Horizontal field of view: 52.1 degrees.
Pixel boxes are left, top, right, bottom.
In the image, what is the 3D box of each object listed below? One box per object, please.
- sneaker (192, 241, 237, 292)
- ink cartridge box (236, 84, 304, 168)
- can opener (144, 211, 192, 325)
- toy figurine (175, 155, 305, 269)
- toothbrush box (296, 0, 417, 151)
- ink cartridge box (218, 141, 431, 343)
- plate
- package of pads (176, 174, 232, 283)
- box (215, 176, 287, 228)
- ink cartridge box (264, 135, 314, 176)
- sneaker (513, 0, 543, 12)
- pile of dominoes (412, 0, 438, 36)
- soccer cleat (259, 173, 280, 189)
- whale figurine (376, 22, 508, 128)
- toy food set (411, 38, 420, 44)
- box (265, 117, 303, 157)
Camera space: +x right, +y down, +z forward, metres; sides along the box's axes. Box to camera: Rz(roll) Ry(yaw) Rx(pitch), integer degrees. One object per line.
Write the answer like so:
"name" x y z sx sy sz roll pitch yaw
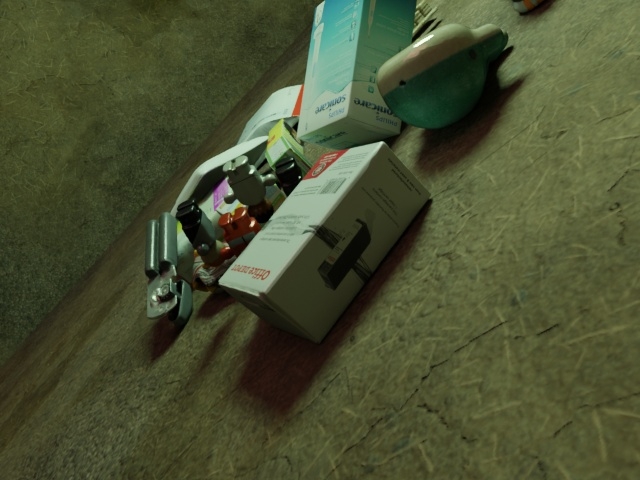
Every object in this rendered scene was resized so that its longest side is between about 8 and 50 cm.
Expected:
"sneaker" -0.177 0.059 1.282 0.225 0.088 0.092 -13 64 51
"ink cartridge box" -0.108 -0.411 1.986 0.385 0.091 0.308 -47 16 26
"can opener" -0.332 0.065 1.429 0.076 0.095 0.283 -29 43 16
"toy figurine" -0.117 -0.035 1.131 0.210 0.148 0.213 7 46 43
"toothbrush box" 0.069 -0.346 1.305 0.216 0.126 0.295 -8 72 62
"ink cartridge box" 0.000 0.000 0.952 0.273 0.114 0.197 -51 20 -15
"plate" -0.282 -0.169 1.780 0.278 0.045 0.277 -37 -6 -43
"package of pads" -0.273 -0.037 1.617 0.229 0.101 0.296 -43 19 6
"box" -0.129 -0.060 1.360 0.114 0.103 0.203 -48 19 -5
"ink cartridge box" -0.051 -0.147 1.367 0.062 0.109 0.209 -44 19 5
"sneaker" 0.359 -0.565 1.252 0.125 0.180 0.321 -37 21 23
"pile of dominoes" 0.183 -0.505 1.674 0.251 0.040 0.196 -47 11 -6
"soccer cleat" -0.138 -0.136 1.617 0.072 0.060 0.179 -35 26 2
"whale figurine" 0.219 -0.270 1.075 0.272 0.141 0.216 -29 4 -43
"toy food set" 0.208 -0.453 1.586 0.082 0.020 0.083 -47 19 -3
"box" -0.089 -0.238 1.668 0.058 0.087 0.232 -40 21 16
